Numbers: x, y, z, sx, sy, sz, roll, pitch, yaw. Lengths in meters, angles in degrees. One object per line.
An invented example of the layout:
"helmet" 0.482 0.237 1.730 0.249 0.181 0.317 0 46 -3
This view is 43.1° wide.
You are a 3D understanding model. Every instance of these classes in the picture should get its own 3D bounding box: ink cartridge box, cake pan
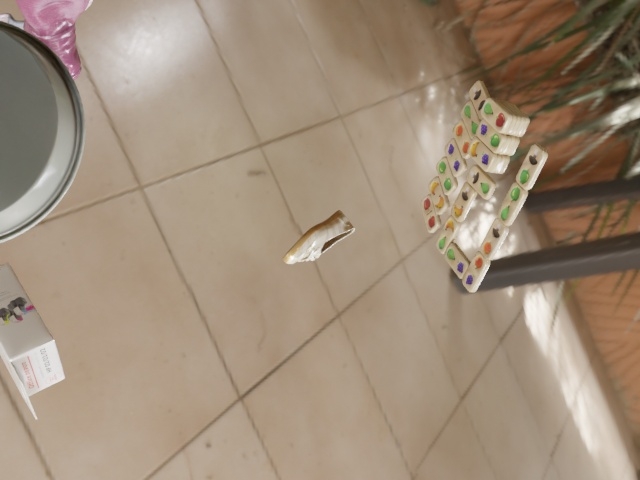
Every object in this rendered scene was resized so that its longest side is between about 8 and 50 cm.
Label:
"ink cartridge box" -0.393 0.132 1.065 0.062 0.104 0.181 -26 60 -25
"cake pan" -0.434 -0.136 0.964 0.054 0.293 0.293 116 -43 -82

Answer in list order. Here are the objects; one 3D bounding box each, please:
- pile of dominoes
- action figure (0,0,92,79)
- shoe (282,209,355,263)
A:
"pile of dominoes" 0.209 -0.082 1.148 0.040 0.251 0.196 4 34 -28
"action figure" -0.525 -0.430 1.596 0.370 0.276 0.248 98 -15 -49
"shoe" 0.000 0.000 1.806 0.058 0.076 0.219 46 47 8
